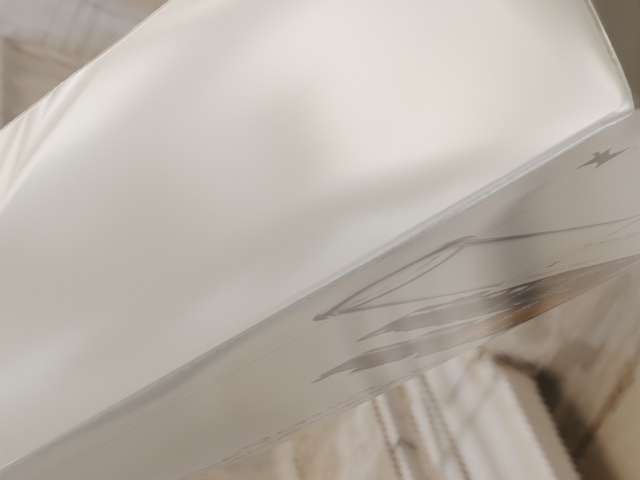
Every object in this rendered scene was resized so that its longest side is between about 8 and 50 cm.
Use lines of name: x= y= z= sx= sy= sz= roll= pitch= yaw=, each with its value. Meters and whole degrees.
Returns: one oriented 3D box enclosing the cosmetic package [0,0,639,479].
cosmetic package: x=0.000 y=0.000 z=0.560 sx=0.284 sy=0.377 sz=0.097 roll=-6 pitch=-110 yaw=-52
